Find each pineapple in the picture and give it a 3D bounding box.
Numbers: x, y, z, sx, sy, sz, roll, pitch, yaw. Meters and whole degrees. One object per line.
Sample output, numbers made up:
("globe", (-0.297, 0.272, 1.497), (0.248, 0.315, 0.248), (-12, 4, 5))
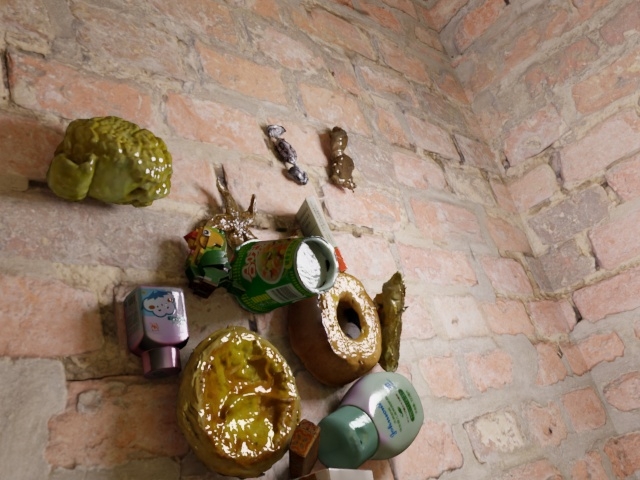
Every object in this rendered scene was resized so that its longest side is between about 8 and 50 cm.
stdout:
("pineapple", (-0.057, 0.026, 1.799), (0.116, 0.069, 0.137), (26, 45, -32))

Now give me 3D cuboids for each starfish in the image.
("starfish", (-0.227, -0.043, 1.671), (0.277, 0.062, 0.236), (58, 36, -9))

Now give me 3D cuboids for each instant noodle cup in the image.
("instant noodle cup", (-0.089, 0.078, 1.554), (0.207, 0.232, 0.207), (12, 73, -43))

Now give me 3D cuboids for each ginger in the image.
("ginger", (0.078, -0.305, 2.174), (0.122, 0.084, 0.290), (16, 51, -31))

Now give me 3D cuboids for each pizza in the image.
("pizza", (0.191, 0.201, 1.787), (0.075, 0.288, 0.280), (3, 30, -9))

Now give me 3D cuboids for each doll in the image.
("doll", (-0.271, 0.053, 1.512), (0.134, 0.106, 0.186), (-3, 64, -31))

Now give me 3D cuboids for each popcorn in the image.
("popcorn", (-0.490, -0.190, 1.420), (0.286, 0.174, 0.225), (0, 48, -36))

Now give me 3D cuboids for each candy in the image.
("candy", (-0.106, -0.281, 1.993), (0.226, 0.051, 0.094), (62, 28, 6))

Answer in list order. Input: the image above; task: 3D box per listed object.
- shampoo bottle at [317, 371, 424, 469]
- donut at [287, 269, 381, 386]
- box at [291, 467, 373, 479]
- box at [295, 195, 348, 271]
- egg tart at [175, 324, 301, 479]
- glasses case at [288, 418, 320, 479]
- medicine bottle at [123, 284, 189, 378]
("shampoo bottle", (0.120, 0.480, 1.589), (0.349, 0.151, 0.222), (-13, 79, -50))
("donut", (0.039, 0.238, 1.683), (0.299, 0.150, 0.317), (-27, 84, -50))
("box", (0.013, 0.674, 1.270), (0.143, 0.225, 0.341), (21, 49, -38))
("box", (0.000, 0.000, 1.828), (0.035, 0.139, 0.245), (-19, 78, -22))
("egg tart", (-0.192, 0.361, 1.355), (0.341, 0.132, 0.341), (27, 48, -34))
("glasses case", (-0.040, 0.478, 1.371), (0.049, 0.218, 0.075), (25, 56, 15))
("medicine bottle", (-0.354, 0.200, 1.329), (0.119, 0.094, 0.188), (9, 57, -41))
